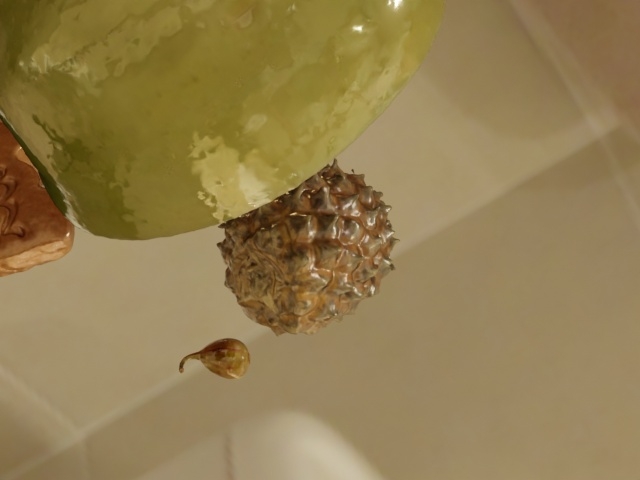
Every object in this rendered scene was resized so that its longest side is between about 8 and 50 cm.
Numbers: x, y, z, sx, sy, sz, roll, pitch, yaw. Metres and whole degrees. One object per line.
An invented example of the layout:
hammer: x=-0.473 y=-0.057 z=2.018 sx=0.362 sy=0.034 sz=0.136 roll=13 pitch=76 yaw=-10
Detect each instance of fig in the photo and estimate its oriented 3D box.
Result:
fig: x=-0.122 y=0.138 z=1.914 sx=0.050 sy=0.083 sz=0.050 roll=174 pitch=-90 yaw=-86

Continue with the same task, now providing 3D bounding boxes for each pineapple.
pineapple: x=0.000 y=0.000 z=1.623 sx=0.193 sy=0.166 sz=0.166 roll=-29 pitch=88 yaw=-41

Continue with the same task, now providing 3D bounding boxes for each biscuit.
biscuit: x=-0.378 y=0.007 z=1.528 sx=0.284 sy=0.306 sz=0.043 roll=22 pitch=-27 yaw=30

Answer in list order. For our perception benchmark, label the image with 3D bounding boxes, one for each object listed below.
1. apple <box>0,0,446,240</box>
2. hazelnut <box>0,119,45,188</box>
apple: x=-0.104 y=-0.180 z=1.261 sx=0.312 sy=0.360 sz=0.320 roll=53 pitch=5 yaw=-7
hazelnut: x=-0.334 y=-0.222 z=1.768 sx=0.315 sy=0.372 sz=0.372 roll=33 pitch=-4 yaw=36
